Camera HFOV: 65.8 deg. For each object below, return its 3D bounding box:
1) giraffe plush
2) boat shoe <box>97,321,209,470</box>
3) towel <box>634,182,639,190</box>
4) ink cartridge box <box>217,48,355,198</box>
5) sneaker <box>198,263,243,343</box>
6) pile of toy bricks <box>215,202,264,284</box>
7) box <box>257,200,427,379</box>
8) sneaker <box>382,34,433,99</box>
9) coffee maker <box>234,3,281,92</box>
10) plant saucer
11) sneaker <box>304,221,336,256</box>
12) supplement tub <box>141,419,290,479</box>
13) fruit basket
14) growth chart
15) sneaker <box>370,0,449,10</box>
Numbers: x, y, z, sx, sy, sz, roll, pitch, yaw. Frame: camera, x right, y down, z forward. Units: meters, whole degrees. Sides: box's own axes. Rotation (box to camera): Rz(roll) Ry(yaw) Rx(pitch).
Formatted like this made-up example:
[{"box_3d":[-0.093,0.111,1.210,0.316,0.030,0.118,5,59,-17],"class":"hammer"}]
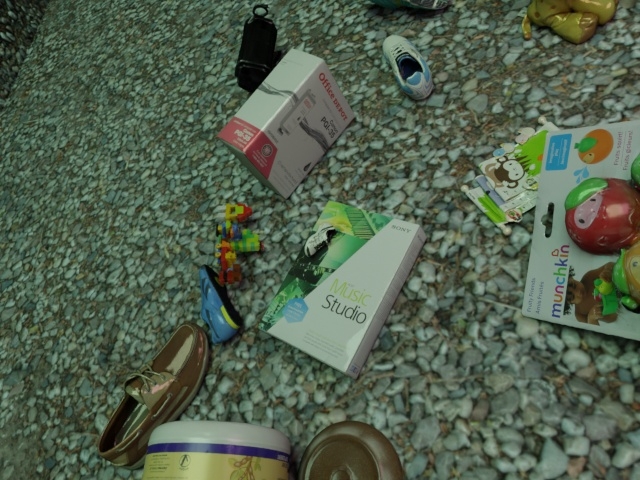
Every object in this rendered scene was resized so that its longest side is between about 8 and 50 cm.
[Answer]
[{"box_3d":[0.510,-0.543,1.042,0.210,0.170,0.181,13,70,34],"class":"giraffe plush"},{"box_3d":[-0.348,0.319,1.041,0.123,0.116,0.324,13,70,34],"class":"boat shoe"},{"box_3d":[0.610,-0.126,0.779,0.199,0.031,0.275,-2,53,49],"class":"towel"},{"box_3d":[-0.074,-0.276,1.182,0.117,0.207,0.283,34,82,37],"class":"ink cartridge box"},{"box_3d":[-0.250,0.141,1.124,0.082,0.069,0.209,-40,51,8],"class":"sneaker"},{"box_3d":[-0.186,0.008,1.161,0.105,0.118,0.212,-4,39,-5],"class":"pile of toy bricks"},{"box_3d":[0.042,0.084,1.004,0.232,0.058,0.322,18,71,35],"class":"box"},{"box_3d":[0.207,-0.439,1.204,0.085,0.086,0.237,-29,51,13],"class":"sneaker"},{"box_3d":[-0.190,-0.550,1.431,0.120,0.171,0.178,-2,63,9],"class":"coffee maker"},{"box_3d":[0.040,0.404,0.832,0.198,0.036,0.198,-13,58,22],"class":"plant saucer"},{"box_3d":[0.000,0.000,1.022,0.037,0.032,0.083,26,78,38],"class":"sneaker"},{"box_3d":[-0.176,0.473,0.779,0.241,0.241,0.331,-11,58,23],"class":"supplement tub"},{"box_3d":[0.454,-0.022,0.701,0.353,0.165,0.327,8,89,52],"class":"fruit basket"},{"box_3d":[0.394,-0.133,0.963,0.237,0.021,0.172,-40,50,2],"class":"growth chart"},{"box_3d":[0.217,-0.671,1.322,0.275,0.110,0.107,22,91,18],"class":"sneaker"}]
